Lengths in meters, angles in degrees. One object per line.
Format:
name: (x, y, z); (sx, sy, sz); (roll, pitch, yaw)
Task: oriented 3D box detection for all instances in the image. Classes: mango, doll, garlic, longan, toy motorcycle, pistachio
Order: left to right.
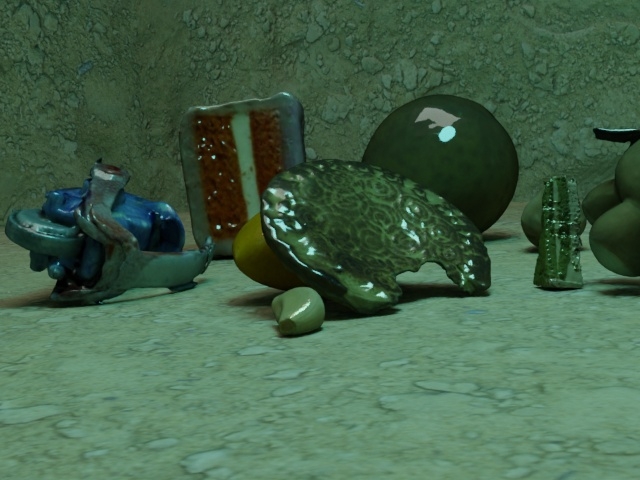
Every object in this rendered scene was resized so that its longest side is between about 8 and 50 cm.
toy motorcycle: (-0.296, 0.011, 1.284); (0.182, 0.241, 0.319); (-44, -1, 16)
garlic: (-0.022, 0.071, 0.886); (0.053, 0.041, 0.083); (-8, 12, -2)
mango: (0.000, 0.000, 1.133); (0.252, 0.126, 0.154); (-10, 47, -35)
longan: (0.232, -0.136, 1.761); (0.318, 0.319, 0.319); (-3, 5, 0)
pistachio: (0.386, -0.038, 1.488); (0.113, 0.113, 0.149); (-3, 9, 5)
doll: (0.471, -0.046, 1.005); (0.329, 0.174, 0.235); (7, 26, 4)

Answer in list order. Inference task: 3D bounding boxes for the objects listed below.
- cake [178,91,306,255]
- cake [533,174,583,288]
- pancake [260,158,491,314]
cake: (-0.134, -0.121, 1.737); (0.236, 0.309, 0.230); (-7, 0, 2)
cake: (0.286, -0.007, 1.076); (0.051, 0.140, 0.055); (4, -12, -10)
pancake: (0.069, -0.006, 1.043); (0.286, 0.033, 0.288); (28, 36, 0)
